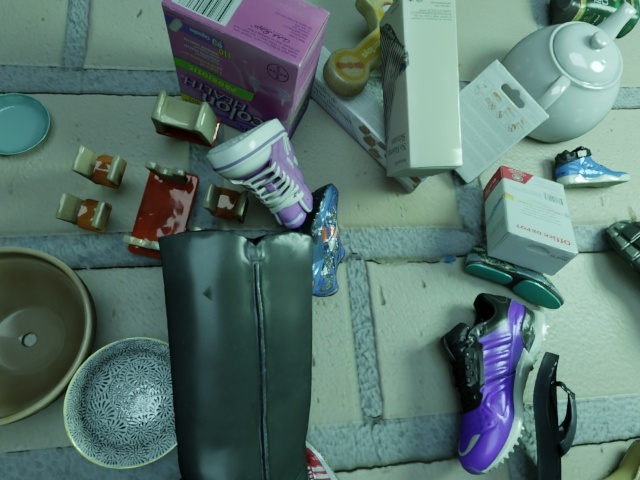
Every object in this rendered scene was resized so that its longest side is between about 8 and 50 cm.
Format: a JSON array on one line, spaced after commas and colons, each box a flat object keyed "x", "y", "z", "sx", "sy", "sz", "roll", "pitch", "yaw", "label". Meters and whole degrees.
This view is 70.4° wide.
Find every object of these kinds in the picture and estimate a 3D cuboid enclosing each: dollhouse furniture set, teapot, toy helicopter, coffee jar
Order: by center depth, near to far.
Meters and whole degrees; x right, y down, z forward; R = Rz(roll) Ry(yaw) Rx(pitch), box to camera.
[{"x": -0.245, "y": -0.097, "z": 0.755, "sx": 0.262, "sy": 0.135, "sz": 0.259, "roll": 15, "pitch": 82, "yaw": -4, "label": "dollhouse furniture set"}, {"x": 0.143, "y": -0.375, "z": 0.872, "sx": 0.235, "sy": 0.140, "sz": 0.355, "roll": 46, "pitch": 64, "yaw": -5, "label": "toy helicopter"}, {"x": 0.486, "y": -0.330, "z": 0.895, "sx": 0.253, "sy": 0.187, "sz": 0.255, "roll": 1, "pitch": 73, "yaw": -8, "label": "teapot"}, {"x": 0.620, "y": -0.527, "z": 1.035, "sx": 0.185, "sy": 0.079, "sz": 0.096, "roll": 6, "pitch": 72, "yaw": -7, "label": "coffee jar"}]

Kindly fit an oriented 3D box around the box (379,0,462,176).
[{"x": 0.162, "y": -0.248, "z": 0.748, "sx": 0.094, "sy": 0.113, "sz": 0.275, "roll": -3, "pitch": 90, "yaw": -11, "label": "box"}]

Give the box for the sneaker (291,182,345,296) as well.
[{"x": 0.000, "y": 0.000, "z": 0.776, "sx": 0.087, "sy": 0.083, "sz": 0.221, "roll": 31, "pitch": 57, "yaw": -34, "label": "sneaker"}]

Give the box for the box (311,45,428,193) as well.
[{"x": 0.088, "y": -0.230, "z": 0.863, "sx": 0.324, "sy": 0.063, "sz": 0.067, "roll": 45, "pitch": 70, "yaw": 6, "label": "box"}]

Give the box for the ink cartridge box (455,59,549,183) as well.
[{"x": 0.302, "y": -0.219, "z": 0.851, "sx": 0.179, "sy": 0.045, "sz": 0.145, "roll": -41, "pitch": 81, "yaw": 22, "label": "ink cartridge box"}]

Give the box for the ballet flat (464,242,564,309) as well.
[{"x": 0.354, "y": 0.058, "z": 0.816, "sx": 0.188, "sy": 0.070, "sz": 0.070, "roll": 26, "pitch": 70, "yaw": -2, "label": "ballet flat"}]

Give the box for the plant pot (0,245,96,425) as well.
[{"x": -0.434, "y": 0.135, "z": 0.639, "sx": 0.238, "sy": 0.109, "sz": 0.237, "roll": 3, "pitch": 72, "yaw": -9, "label": "plant pot"}]

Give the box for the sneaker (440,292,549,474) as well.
[{"x": 0.253, "y": 0.212, "z": 0.734, "sx": 0.146, "sy": 0.102, "sz": 0.293, "roll": 30, "pitch": 63, "yaw": 1, "label": "sneaker"}]

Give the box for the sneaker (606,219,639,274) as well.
[{"x": 0.643, "y": 0.073, "z": 0.844, "sx": 0.101, "sy": 0.106, "sz": 0.267, "roll": -31, "pitch": 60, "yaw": -12, "label": "sneaker"}]

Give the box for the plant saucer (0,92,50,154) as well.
[{"x": -0.524, "y": -0.196, "z": 0.776, "sx": 0.119, "sy": 0.021, "sz": 0.119, "roll": 3, "pitch": 71, "yaw": -8, "label": "plant saucer"}]

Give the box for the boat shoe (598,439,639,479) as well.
[{"x": 0.485, "y": 0.404, "z": 0.728, "sx": 0.072, "sy": 0.068, "sz": 0.190, "roll": 26, "pitch": 70, "yaw": 12, "label": "boat shoe"}]

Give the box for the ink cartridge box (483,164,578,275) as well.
[{"x": 0.369, "y": -0.038, "z": 0.814, "sx": 0.128, "sy": 0.072, "sz": 0.175, "roll": 18, "pitch": 50, "yaw": -3, "label": "ink cartridge box"}]

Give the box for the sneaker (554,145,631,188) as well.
[{"x": 0.547, "y": -0.152, "z": 0.915, "sx": 0.152, "sy": 0.058, "sz": 0.084, "roll": -3, "pitch": 81, "yaw": -3, "label": "sneaker"}]

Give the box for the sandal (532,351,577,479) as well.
[{"x": 0.365, "y": 0.288, "z": 0.694, "sx": 0.097, "sy": 0.055, "sz": 0.254, "roll": -23, "pitch": 108, "yaw": -53, "label": "sandal"}]

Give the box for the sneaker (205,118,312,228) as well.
[{"x": -0.066, "y": -0.088, "z": 0.679, "sx": 0.102, "sy": 0.282, "sz": 0.161, "roll": -23, "pitch": 98, "yaw": 12, "label": "sneaker"}]

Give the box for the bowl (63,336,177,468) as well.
[{"x": -0.265, "y": 0.223, "z": 0.645, "sx": 0.170, "sy": 0.080, "sz": 0.170, "roll": 5, "pitch": 78, "yaw": -23, "label": "bowl"}]

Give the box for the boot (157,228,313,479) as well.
[{"x": -0.167, "y": 0.205, "z": 0.557, "sx": 0.367, "sy": 0.146, "sz": 0.444, "roll": 3, "pitch": 86, "yaw": -40, "label": "boot"}]

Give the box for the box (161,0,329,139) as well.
[{"x": -0.122, "y": -0.295, "z": 0.755, "sx": 0.214, "sy": 0.243, "sz": 0.117, "roll": 25, "pitch": 71, "yaw": -1, "label": "box"}]

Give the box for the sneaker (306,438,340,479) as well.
[{"x": -0.012, "y": 0.358, "z": 0.672, "sx": 0.067, "sy": 0.042, "sz": 0.118, "roll": -34, "pitch": 83, "yaw": -21, "label": "sneaker"}]
